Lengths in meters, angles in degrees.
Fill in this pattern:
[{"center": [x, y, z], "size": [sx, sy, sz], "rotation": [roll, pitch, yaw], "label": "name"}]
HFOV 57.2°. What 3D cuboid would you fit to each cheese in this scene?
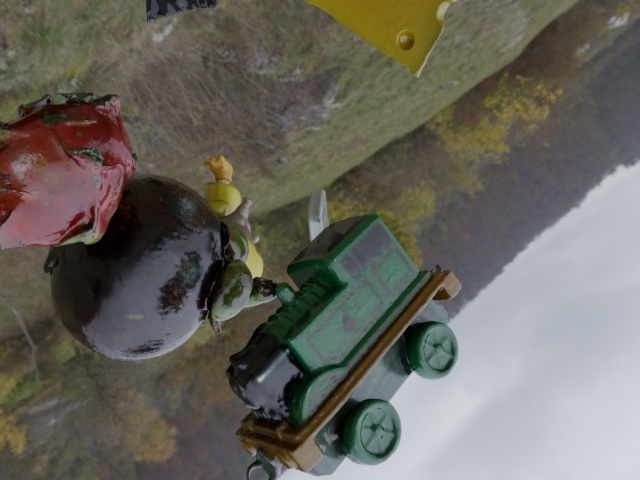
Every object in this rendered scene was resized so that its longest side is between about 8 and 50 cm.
[{"center": [0.050, -0.221, 0.492], "size": [0.126, 0.171, 0.093], "rotation": [-4, 137, -38], "label": "cheese"}]

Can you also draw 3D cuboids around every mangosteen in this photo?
[{"center": [-0.263, 0.054, 0.978], "size": [0.306, 0.360, 0.306], "rotation": [-46, -146, 44], "label": "mangosteen"}]

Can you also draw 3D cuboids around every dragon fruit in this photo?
[{"center": [-0.369, -0.089, 0.740], "size": [0.269, 0.200, 0.198], "rotation": [-4, 178, -11], "label": "dragon fruit"}]

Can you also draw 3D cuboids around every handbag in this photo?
[{"center": [-0.310, -0.625, 1.296], "size": [0.211, 0.254, 0.089], "rotation": [3, -174, 29], "label": "handbag"}]

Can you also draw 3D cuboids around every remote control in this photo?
[{"center": [0.000, 0.000, 1.060], "size": [0.087, 0.029, 0.190], "rotation": [-83, 170, -47], "label": "remote control"}]

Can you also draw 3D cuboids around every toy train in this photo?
[{"center": [0.027, 0.136, 0.807], "size": [0.429, 0.249, 0.178], "rotation": [-43, -165, -31], "label": "toy train"}]

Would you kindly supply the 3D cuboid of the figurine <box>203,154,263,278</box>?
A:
[{"center": [-0.230, -0.020, 1.353], "size": [0.187, 0.343, 0.215], "rotation": [-10, 149, 6], "label": "figurine"}]
